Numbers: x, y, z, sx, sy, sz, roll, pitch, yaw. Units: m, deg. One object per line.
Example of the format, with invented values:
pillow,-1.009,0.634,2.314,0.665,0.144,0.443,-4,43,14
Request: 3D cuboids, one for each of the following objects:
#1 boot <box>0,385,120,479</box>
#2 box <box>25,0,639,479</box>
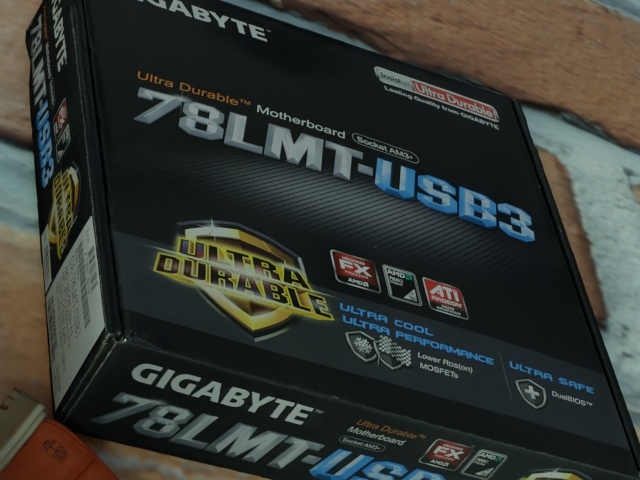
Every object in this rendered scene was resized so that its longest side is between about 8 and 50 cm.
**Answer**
boot,-0.118,0.126,0.726,0.084,0.059,0.158,38,33,-4
box,0.000,0.000,0.966,0.295,0.073,0.293,17,39,-25
